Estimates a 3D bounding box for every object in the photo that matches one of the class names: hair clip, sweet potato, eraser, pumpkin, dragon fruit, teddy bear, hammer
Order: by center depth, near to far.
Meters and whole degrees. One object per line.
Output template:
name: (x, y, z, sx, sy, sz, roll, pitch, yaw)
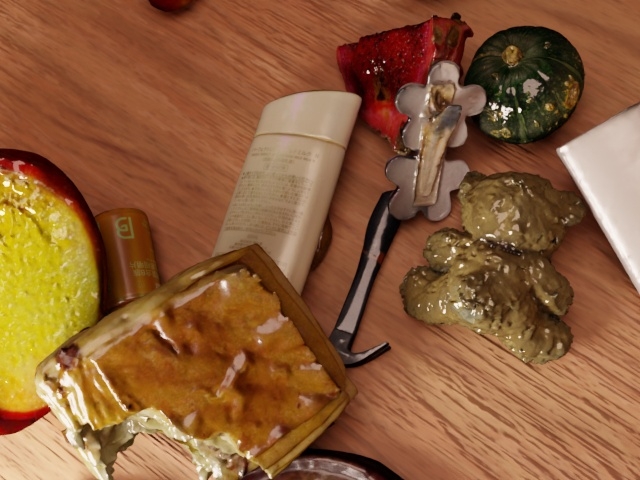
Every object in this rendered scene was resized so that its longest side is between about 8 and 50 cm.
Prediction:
eraser: (0.476, -0.056, 1.656, 0.174, 0.095, 0.270, -30, 85, 12)
teddy bear: (0.260, 0.019, 1.684, 0.267, 0.156, 0.256, 18, 74, 18)
hair clip: (0.167, -0.138, 1.716, 0.146, 0.257, 0.075, -8, 40, -23)
pumpkin: (0.306, -0.235, 1.764, 0.190, 0.146, 0.190, -6, 73, 22)
hammer: (0.073, 0.055, 1.767, 0.137, 0.037, 0.290, 18, 76, 17)
sweet potato: (0.000, 0.000, 1.803, 0.034, 0.034, 0.095, 8, 75, 13)
dragon fruit: (0.145, -0.232, 1.805, 0.134, 0.262, 0.211, 1, 92, -32)

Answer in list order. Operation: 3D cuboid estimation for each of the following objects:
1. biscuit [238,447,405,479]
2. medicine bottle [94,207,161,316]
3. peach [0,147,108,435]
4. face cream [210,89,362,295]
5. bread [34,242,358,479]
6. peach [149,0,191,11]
biscuit: (-0.015, 0.485, 1.607, 0.407, 0.091, 0.407, -4, 71, 11)
medicine bottle: (-0.298, 0.053, 1.808, 0.096, 0.096, 0.192, -16, 68, 5)
peach: (-0.486, 0.071, 1.706, 0.335, 0.310, 0.406, -6, 94, -26)
face cream: (-0.059, -0.074, 1.808, 0.173, 0.081, 0.348, 7, 71, 32)
bread: (-0.176, 0.197, 1.635, 0.370, 0.191, 0.314, -34, 103, -10)
peach: (-0.255, -0.438, 1.975, 0.101, 0.101, 0.100, -3, 70, 10)
